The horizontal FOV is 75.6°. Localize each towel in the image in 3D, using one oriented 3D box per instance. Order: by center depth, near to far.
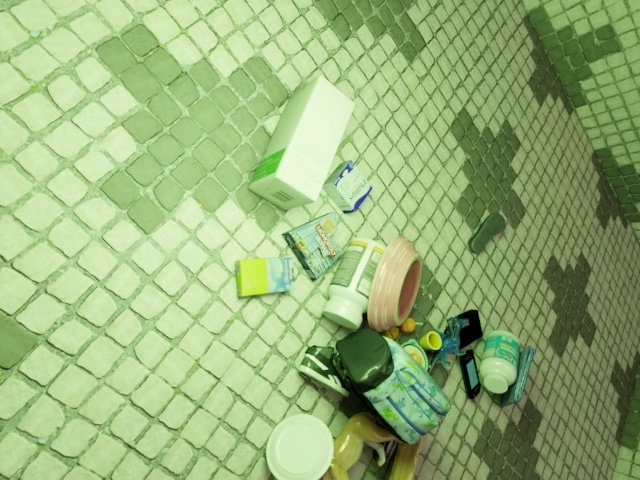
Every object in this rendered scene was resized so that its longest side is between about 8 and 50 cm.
[{"bbox_3d":[0.857,0.604,1.802,0.243,0.040,0.336,-64,158,-18],"label":"towel"}]

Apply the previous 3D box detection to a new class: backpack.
[{"bbox_3d":[0.233,0.460,1.289,0.273,0.290,0.356,-26,101,-5],"label":"backpack"}]

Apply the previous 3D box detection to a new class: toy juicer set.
[{"bbox_3d":[0.300,0.411,1.489,0.209,0.089,0.329,44,55,-2],"label":"toy juicer set"}]

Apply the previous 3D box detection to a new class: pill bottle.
[{"bbox_3d":[0.120,0.142,1.379,0.162,0.162,0.278,38,67,-26],"label":"pill bottle"},{"bbox_3d":[0.766,0.519,1.764,0.146,0.146,0.264,59,40,-16],"label":"pill bottle"}]

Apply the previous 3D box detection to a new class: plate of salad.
[{"bbox_3d":[-0.060,0.615,1.215,0.200,0.200,0.048,-43,144,-29],"label":"plate of salad"}]

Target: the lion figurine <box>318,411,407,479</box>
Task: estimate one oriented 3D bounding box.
[{"bbox_3d":[0.084,0.665,1.304,0.392,0.142,0.240,-37,79,-32],"label":"lion figurine"}]

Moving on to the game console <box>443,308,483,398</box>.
[{"bbox_3d":[0.640,0.493,1.781,0.213,0.044,0.361,-17,96,-34],"label":"game console"}]

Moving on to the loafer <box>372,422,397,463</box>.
[{"bbox_3d":[0.234,0.622,1.465,0.095,0.109,0.302,34,60,-10],"label":"loafer"}]

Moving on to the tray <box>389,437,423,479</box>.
[{"bbox_3d":[0.292,0.792,1.435,0.203,0.076,0.411,58,48,-62],"label":"tray"}]

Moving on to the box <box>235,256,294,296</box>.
[{"bbox_3d":[-0.166,0.107,1.254,0.178,0.042,0.109,-2,88,-35],"label":"box"}]

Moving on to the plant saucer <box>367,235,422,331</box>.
[{"bbox_3d":[0.262,0.154,1.386,0.332,0.084,0.332,-39,137,-49],"label":"plant saucer"}]

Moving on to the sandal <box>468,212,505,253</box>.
[{"bbox_3d":[0.762,-0.041,1.915,0.254,0.054,0.097,-40,101,-21],"label":"sandal"}]

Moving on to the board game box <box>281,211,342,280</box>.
[{"bbox_3d":[0.000,0.000,1.369,0.194,0.060,0.194,-42,109,-29],"label":"board game box"}]

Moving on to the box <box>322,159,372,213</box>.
[{"bbox_3d":[0.095,-0.186,1.444,0.137,0.072,0.126,48,62,-22],"label":"box"}]

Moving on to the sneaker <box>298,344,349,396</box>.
[{"bbox_3d":[0.036,0.415,1.346,0.217,0.079,0.121,40,61,-28],"label":"sneaker"}]

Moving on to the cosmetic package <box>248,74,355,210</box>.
[{"bbox_3d":[-0.056,-0.293,1.274,0.155,0.197,0.366,30,68,-28],"label":"cosmetic package"}]

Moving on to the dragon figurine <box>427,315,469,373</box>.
[{"bbox_3d":[0.480,0.414,1.638,0.289,0.085,0.144,-29,95,-16],"label":"dragon figurine"}]
